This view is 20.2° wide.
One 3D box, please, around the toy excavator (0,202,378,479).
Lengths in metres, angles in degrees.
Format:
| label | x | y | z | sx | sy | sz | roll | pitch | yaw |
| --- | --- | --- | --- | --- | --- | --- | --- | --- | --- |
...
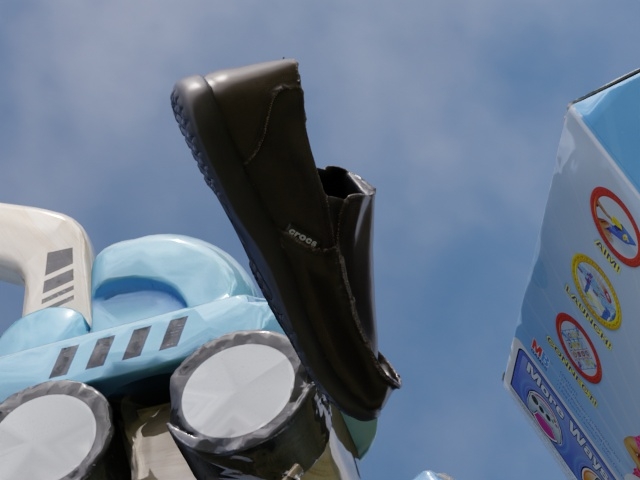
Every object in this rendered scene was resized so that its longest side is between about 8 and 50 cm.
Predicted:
| label | x | y | z | sx | sy | sz | roll | pitch | yaw |
| --- | --- | --- | --- | --- | --- | --- | --- | --- | --- |
| toy excavator | -0.175 | 0.088 | 1.405 | 0.445 | 0.433 | 0.222 | -94 | -14 | -45 |

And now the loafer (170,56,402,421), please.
| label | x | y | z | sx | sy | sz | roll | pitch | yaw |
| --- | --- | --- | --- | --- | --- | --- | --- | --- | --- |
| loafer | 0.000 | 0.000 | 0.943 | 0.078 | 0.080 | 0.220 | -28 | -63 | -4 |

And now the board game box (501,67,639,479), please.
| label | x | y | z | sx | sy | sz | roll | pitch | yaw |
| --- | --- | --- | --- | --- | --- | --- | --- | --- | --- |
| board game box | 0.222 | 0.107 | 0.901 | 0.086 | 0.308 | 0.302 | -26 | -26 | -15 |

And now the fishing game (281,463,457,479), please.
| label | x | y | z | sx | sy | sz | roll | pitch | yaw |
| --- | --- | --- | --- | --- | --- | --- | --- | --- | --- |
| fishing game | 0.039 | 0.214 | 1.044 | 0.189 | 0.264 | 0.041 | -51 | -51 | -25 |
